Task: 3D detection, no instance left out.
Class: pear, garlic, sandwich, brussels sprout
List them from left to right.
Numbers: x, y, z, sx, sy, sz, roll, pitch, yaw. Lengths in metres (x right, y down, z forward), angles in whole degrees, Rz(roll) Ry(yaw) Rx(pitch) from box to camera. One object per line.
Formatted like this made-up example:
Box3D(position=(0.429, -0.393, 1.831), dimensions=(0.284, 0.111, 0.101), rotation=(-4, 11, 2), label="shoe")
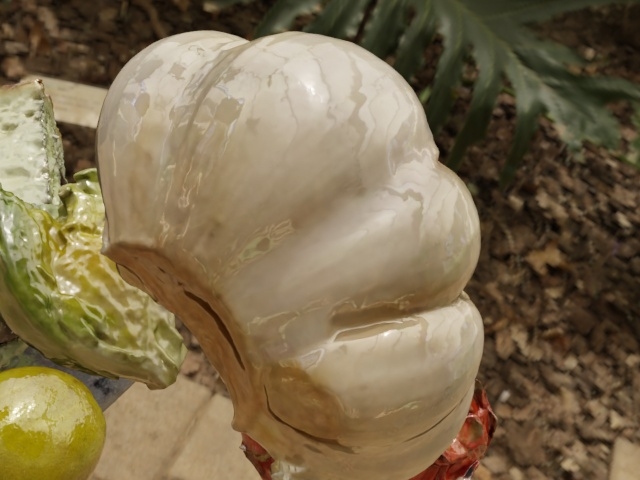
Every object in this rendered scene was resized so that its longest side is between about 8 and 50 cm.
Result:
Box3D(position=(-0.399, -0.006, 1.094), dimensions=(0.262, 0.131, 0.325), rotation=(-12, 57, -2), label="sandwich")
Box3D(position=(-0.288, 0.198, 0.970), dimensions=(0.149, 0.148, 0.162), rotation=(40, 41, 17), label="pear")
Box3D(position=(-0.171, 0.031, 0.715), dimensions=(0.181, 0.101, 0.139), rotation=(61, 27, -10), label="brussels sprout")
Box3D(position=(0.004, -0.014, 0.579), dimensions=(0.281, 0.184, 0.203), rotation=(44, 39, 9), label="garlic")

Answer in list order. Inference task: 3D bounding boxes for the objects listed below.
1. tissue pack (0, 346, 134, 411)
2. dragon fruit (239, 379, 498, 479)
Box3D(position=(-0.479, 0.135, 1.434), dimensions=(0.394, 0.288, 0.124), rotation=(47, 5, -19), label="tissue pack")
Box3D(position=(0.045, 0.177, 1.009), dimensions=(0.252, 0.241, 0.241), rotation=(-15, 44, 13), label="dragon fruit")
